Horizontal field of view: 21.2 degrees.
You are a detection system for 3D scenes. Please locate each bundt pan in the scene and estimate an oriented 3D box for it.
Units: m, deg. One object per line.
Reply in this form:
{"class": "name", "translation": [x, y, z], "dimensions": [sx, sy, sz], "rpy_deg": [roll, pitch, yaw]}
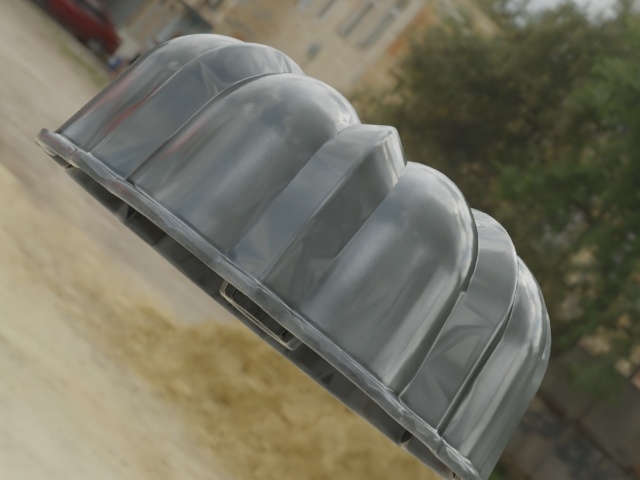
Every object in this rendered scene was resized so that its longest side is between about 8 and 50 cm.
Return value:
{"class": "bundt pan", "translation": [0.000, 0.000, 0.984], "dimensions": [0.331, 0.124, 0.331], "rpy_deg": [39, -5, 4]}
